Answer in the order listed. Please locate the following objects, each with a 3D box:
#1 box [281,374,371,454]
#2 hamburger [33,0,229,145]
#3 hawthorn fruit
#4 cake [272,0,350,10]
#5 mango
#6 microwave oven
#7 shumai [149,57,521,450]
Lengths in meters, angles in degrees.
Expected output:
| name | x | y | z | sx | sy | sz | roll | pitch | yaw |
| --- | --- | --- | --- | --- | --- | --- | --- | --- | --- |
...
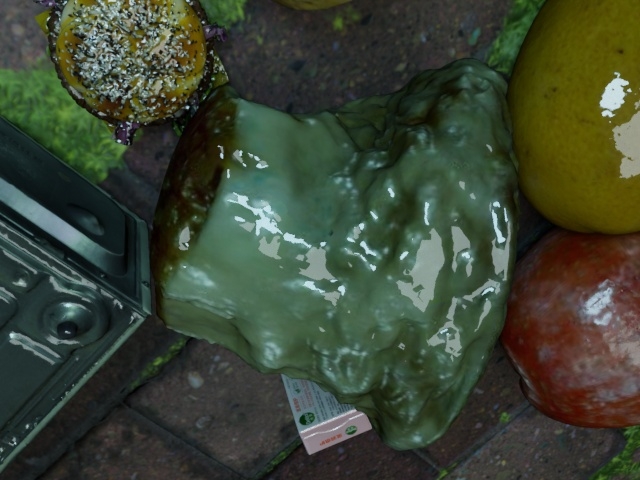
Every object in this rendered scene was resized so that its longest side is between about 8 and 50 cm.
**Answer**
| name | x | y | z | sx | sy | sz | roll | pitch | yaw |
| --- | --- | --- | --- | --- | --- | --- | --- | --- | --- |
| box | 0.005 | 0.205 | 0.866 | 0.089 | 0.125 | 0.043 | -20 | 120 | -3 |
| hamburger | -0.174 | -0.178 | 0.642 | 0.164 | 0.093 | 0.189 | -38 | 121 | 5 |
| hawthorn fruit | 0.361 | 0.100 | 0.845 | 0.284 | 0.284 | 0.284 | -6 | 117 | -12 |
| cake | 0.003 | -0.306 | 0.598 | 0.185 | 0.178 | 0.208 | -25 | 82 | 14 |
| mango | 0.339 | -0.187 | 0.710 | 0.263 | 0.221 | 0.378 | 5 | 106 | -13 |
| microwave oven | -0.401 | 0.022 | 0.593 | 0.333 | 0.247 | 0.394 | -45 | 118 | 11 |
| shumai | 0.000 | 0.000 | 0.668 | 0.323 | 0.324 | 0.398 | 8 | 115 | -10 |
